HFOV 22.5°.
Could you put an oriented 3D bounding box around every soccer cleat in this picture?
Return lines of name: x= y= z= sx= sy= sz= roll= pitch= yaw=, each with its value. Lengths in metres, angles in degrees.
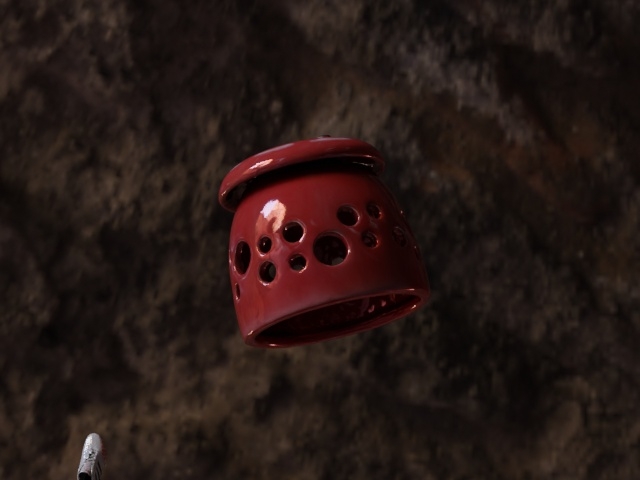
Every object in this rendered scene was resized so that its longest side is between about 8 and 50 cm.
soccer cleat: x=-0.267 y=0.263 z=1.861 sx=0.029 sy=0.083 sz=0.035 roll=-3 pitch=-21 yaw=16

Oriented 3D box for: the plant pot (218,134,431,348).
plant pot: x=0.000 y=0.000 z=1.576 sx=0.191 sy=0.174 sz=0.191 roll=-11 pitch=-15 yaw=-3
